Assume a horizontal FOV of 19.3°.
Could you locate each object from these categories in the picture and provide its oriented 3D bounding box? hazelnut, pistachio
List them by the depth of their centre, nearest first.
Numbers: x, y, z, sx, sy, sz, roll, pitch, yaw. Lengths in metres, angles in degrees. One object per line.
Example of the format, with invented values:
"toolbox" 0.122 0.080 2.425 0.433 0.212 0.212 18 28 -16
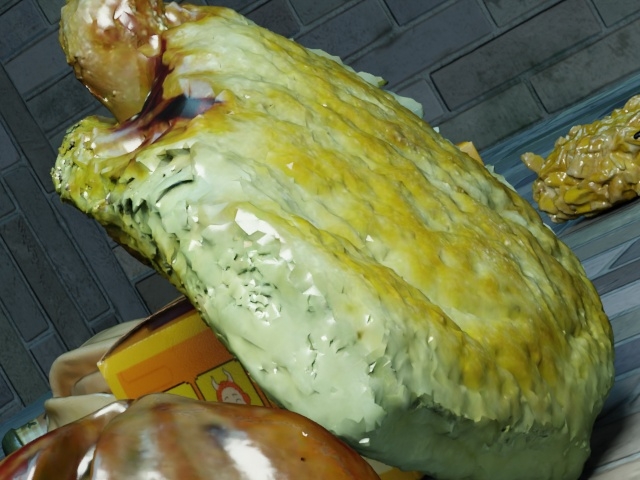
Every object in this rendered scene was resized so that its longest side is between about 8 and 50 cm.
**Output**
"hazelnut" -0.071 0.186 1.001 0.251 0.217 0.217 -7 10 14
"pistachio" -0.169 0.182 1.961 0.318 0.214 0.194 -13 58 42

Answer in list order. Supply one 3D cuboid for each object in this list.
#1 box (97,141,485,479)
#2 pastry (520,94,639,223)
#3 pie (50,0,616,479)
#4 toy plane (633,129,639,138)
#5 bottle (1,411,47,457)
"box" 0.015 0.086 1.601 0.259 0.214 0.283 -29 5 41
"pastry" 0.351 -0.102 2.189 0.250 0.102 0.154 -22 20 45
"pie" 0.019 0.016 1.227 0.180 0.395 0.418 -55 42 17
"toy plane" 0.425 -0.102 1.820 0.155 0.106 0.381 -19 -5 -20
"bottle" -0.229 0.207 2.193 0.271 0.156 0.143 -34 -20 -8
